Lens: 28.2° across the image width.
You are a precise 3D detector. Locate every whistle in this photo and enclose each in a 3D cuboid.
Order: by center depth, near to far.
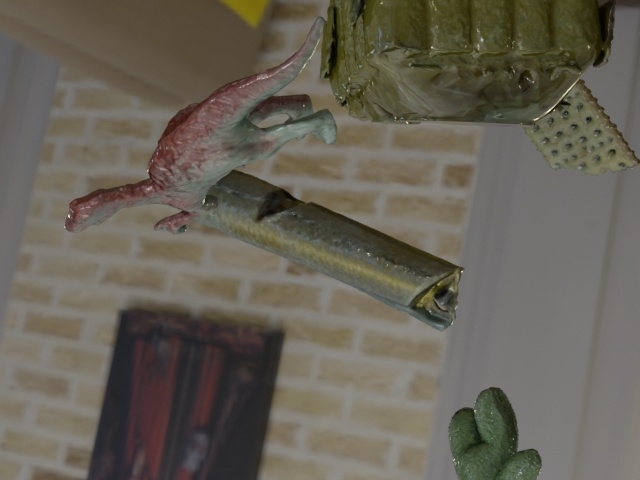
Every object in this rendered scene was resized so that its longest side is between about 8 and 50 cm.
[{"bbox_3d":[0.001,0.000,1.231,0.326,0.068,0.057,24,-149,34],"label":"whistle"}]

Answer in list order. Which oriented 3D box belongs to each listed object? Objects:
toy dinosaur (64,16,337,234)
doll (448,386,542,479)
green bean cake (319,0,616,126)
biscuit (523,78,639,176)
[{"bbox_3d":[-0.067,-0.065,0.789,0.167,0.053,0.242,-12,166,-20],"label":"toy dinosaur"},{"bbox_3d":[0.130,0.184,0.936,0.077,0.150,0.115,20,142,-33],"label":"doll"},{"bbox_3d":[0.165,-0.220,1.494,0.310,0.202,0.285,3,171,-8],"label":"green bean cake"},{"bbox_3d":[0.325,-0.164,1.723,0.203,0.016,0.144,53,143,-9],"label":"biscuit"}]
